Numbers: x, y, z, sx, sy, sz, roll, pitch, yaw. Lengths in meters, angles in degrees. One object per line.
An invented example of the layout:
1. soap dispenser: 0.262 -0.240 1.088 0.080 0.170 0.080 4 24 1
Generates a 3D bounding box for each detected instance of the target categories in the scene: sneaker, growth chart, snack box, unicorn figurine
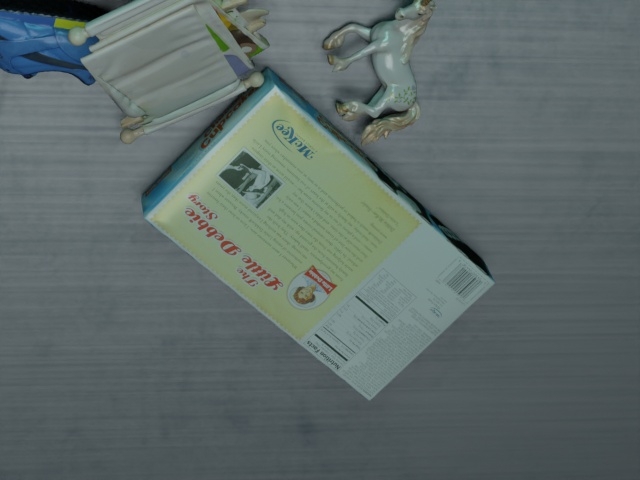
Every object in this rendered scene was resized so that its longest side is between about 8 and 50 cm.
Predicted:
1. sneaker: -0.299 -0.187 1.337 0.209 0.069 0.082 9 117 -13
2. growth chart: -0.123 -0.162 1.286 0.172 0.021 0.237 -22 159 -1
3. snack box: 0.000 0.000 1.472 0.187 0.060 0.322 -44 113 12
4. unicorn figurine: 0.062 -0.175 1.407 0.111 0.060 0.162 -14 132 -2
